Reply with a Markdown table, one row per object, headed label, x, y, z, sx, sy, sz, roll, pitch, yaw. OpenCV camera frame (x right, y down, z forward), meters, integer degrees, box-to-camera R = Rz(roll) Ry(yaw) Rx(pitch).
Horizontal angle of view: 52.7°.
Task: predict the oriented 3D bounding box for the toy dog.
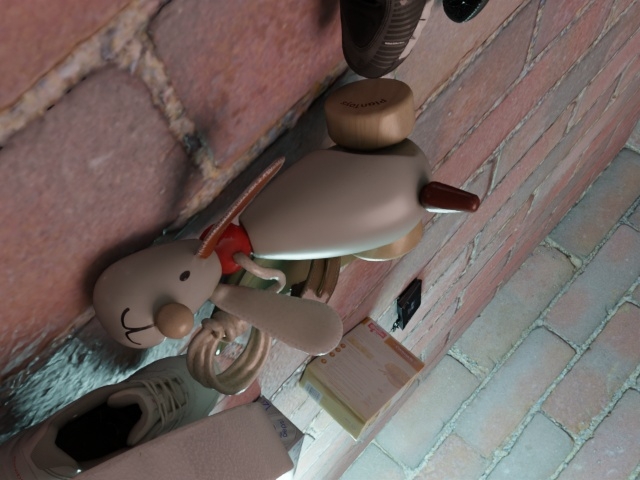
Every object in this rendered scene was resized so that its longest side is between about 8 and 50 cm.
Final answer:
| label | x | y | z | sx | sy | sz | roll | pitch | yaw |
| --- | --- | --- | --- | --- | --- | --- | --- | --- | --- |
| toy dog | 0.000 | 0.000 | 0.541 | 0.333 | 0.161 | 0.220 | -49 | 132 | -15 |

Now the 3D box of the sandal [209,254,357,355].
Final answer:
| label | x | y | z | sx | sy | sz | roll | pitch | yaw |
| --- | --- | --- | --- | --- | --- | --- | --- | --- | --- |
| sandal | -0.010 | 0.035 | 0.723 | 0.303 | 0.086 | 0.120 | -30 | 151 | -43 |

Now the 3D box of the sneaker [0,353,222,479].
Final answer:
| label | x | y | z | sx | sy | sz | roll | pitch | yaw |
| --- | --- | --- | --- | --- | --- | --- | --- | --- | --- |
| sneaker | -0.159 | 0.158 | 0.573 | 0.115 | 0.090 | 0.232 | -37 | 173 | 38 |

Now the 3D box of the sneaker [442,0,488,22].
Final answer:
| label | x | y | z | sx | sy | sz | roll | pitch | yaw |
| --- | --- | --- | --- | --- | --- | --- | --- | --- | --- |
| sneaker | 0.176 | -0.293 | 0.609 | 0.089 | 0.051 | 0.170 | -29 | 147 | -35 |

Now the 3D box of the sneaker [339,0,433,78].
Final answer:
| label | x | y | z | sx | sy | sz | roll | pitch | yaw |
| --- | --- | --- | --- | --- | --- | --- | --- | --- | --- |
| sneaker | 0.034 | -0.211 | 0.426 | 0.106 | 0.078 | 0.234 | -30 | 147 | -37 |

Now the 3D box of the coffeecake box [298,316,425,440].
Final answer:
| label | x | y | z | sx | sy | sz | roll | pitch | yaw |
| --- | --- | --- | --- | --- | --- | --- | --- | --- | --- |
| coffeecake box | 0.077 | 0.244 | 1.174 | 0.185 | 0.142 | 0.068 | -31 | 152 | -42 |

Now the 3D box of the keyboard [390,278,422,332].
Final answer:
| label | x | y | z | sx | sy | sz | roll | pitch | yaw |
| --- | --- | --- | --- | --- | --- | --- | --- | --- | --- |
| keyboard | 0.184 | 0.151 | 1.414 | 0.108 | 0.023 | 0.180 | -53 | 159 | -14 |

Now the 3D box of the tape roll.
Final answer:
| label | x | y | z | sx | sy | sz | roll | pitch | yaw |
| --- | --- | --- | --- | --- | --- | --- | --- | --- | --- |
| tape roll | -0.205 | 0.265 | 0.556 | 0.392 | 0.072 | 0.392 | -28 | 165 | -8 |

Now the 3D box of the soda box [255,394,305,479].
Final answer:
| label | x | y | z | sx | sy | sz | roll | pitch | yaw |
| --- | --- | --- | --- | --- | --- | --- | --- | --- | --- |
| soda box | -0.102 | 0.379 | 1.093 | 0.091 | 0.098 | 0.286 | -39 | 157 | -31 |
